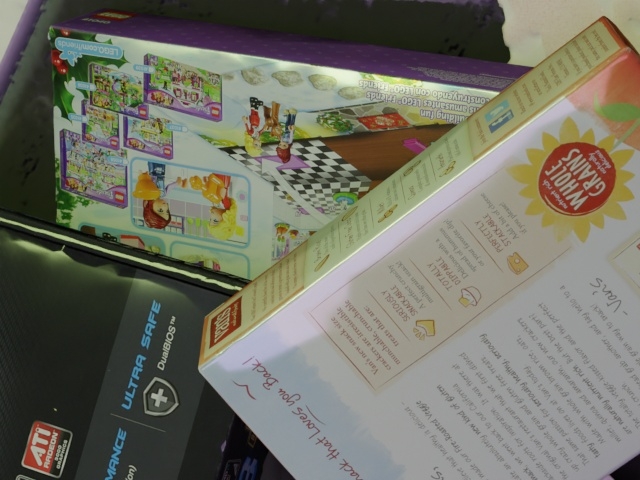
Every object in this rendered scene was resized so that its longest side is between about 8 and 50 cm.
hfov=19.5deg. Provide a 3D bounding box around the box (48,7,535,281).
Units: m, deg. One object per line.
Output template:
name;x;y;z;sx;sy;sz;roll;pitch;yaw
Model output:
box;0.000;0.000;0.945;0.293;0.057;0.201;11;112;24

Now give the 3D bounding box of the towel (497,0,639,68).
towel;0.231;-0.078;0.846;0.317;0.053;0.331;2;108;35

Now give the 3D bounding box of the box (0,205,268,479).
box;-0.185;0.128;0.945;0.293;0.073;0.295;17;91;18

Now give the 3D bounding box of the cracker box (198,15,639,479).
cracker box;0.082;0.034;0.828;0.232;0.067;0.155;-37;106;10

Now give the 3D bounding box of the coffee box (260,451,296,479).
coffee box;-0.155;0.212;1.052;0.297;0.119;0.168;-9;105;18

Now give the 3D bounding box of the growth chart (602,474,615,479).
growth chart;0.098;0.210;0.993;0.237;0.021;0.172;-23;121;7
